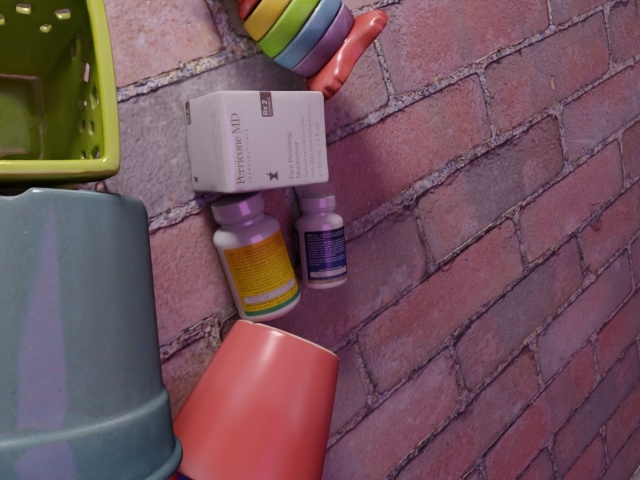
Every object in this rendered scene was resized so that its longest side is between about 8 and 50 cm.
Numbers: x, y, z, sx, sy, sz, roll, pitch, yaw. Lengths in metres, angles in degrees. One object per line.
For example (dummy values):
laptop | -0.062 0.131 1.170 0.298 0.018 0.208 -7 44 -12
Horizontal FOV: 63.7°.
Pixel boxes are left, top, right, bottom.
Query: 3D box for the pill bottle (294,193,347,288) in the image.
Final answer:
pill bottle | 0.000 0.000 0.978 0.094 0.094 0.169 -13 104 -34

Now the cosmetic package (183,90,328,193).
cosmetic package | -0.106 -0.160 0.843 0.184 0.151 0.151 -12 102 -34

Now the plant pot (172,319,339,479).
plant pot | -0.097 0.281 0.866 0.275 0.275 0.243 33 68 -34

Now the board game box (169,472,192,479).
board game box | -0.236 0.515 0.801 0.302 0.086 0.308 -41 123 12

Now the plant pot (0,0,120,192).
plant pot | -0.380 -0.163 0.594 0.228 0.207 0.227 -4 86 -36

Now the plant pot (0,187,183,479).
plant pot | -0.343 0.113 0.626 0.341 0.341 0.333 1 87 -36

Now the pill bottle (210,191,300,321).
pill bottle | -0.115 0.024 0.885 0.118 0.118 0.208 -27 111 -30

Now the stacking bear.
stacking bear | -0.065 -0.386 0.840 0.289 0.164 0.175 36 89 -23
